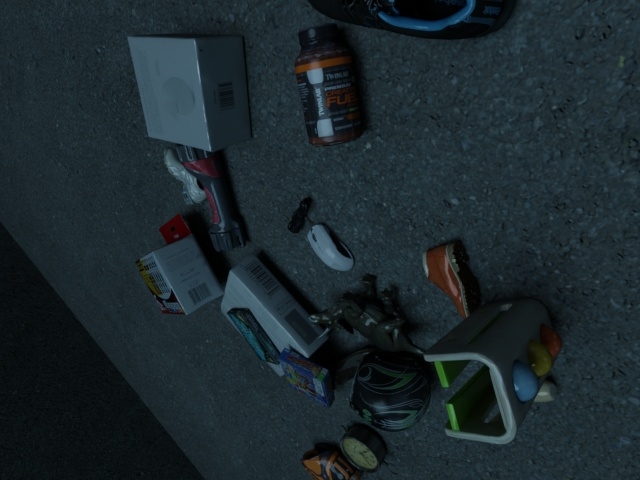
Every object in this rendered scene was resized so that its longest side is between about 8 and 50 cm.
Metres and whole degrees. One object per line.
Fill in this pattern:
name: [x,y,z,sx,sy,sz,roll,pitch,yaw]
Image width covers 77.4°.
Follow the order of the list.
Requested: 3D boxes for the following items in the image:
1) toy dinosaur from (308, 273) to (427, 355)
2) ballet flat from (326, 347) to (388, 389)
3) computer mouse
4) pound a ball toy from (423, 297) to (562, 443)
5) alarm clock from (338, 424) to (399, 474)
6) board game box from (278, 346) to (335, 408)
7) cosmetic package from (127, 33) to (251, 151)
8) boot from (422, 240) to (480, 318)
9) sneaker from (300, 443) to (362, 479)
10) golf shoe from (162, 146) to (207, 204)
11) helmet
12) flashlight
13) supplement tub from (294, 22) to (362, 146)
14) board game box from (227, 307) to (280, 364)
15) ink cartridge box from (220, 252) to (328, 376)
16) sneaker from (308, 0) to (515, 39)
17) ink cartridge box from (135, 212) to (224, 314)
toy dinosaur: [0.128,0.183,0.911,0.314,0.121,0.160,17,136,25]
ballet flat: [0.090,0.327,1.047,0.084,0.058,0.250,42,131,-5]
computer mouse: [0.000,0.000,0.936,0.193,0.042,0.106,47,133,7]
pound a ball toy: [0.320,0.223,0.652,0.136,0.319,0.208,-17,87,42]
alarm clock: [0.141,0.611,1.153,0.192,0.064,0.129,25,127,28]
board game box: [-0.034,0.372,1.071,0.136,0.035,0.201,21,146,22]
cosmetic package: [-0.291,-0.342,0.907,0.225,0.138,0.223,18,124,28]
boot: [0.253,0.082,0.777,0.085,0.059,0.157,-16,95,46]
sneaker: [0.005,0.795,1.342,0.180,0.125,0.321,39,121,20]
golf shoe: [-0.366,-0.190,1.118,0.086,0.069,0.176,-24,102,23]
helmet: [0.164,0.343,0.904,0.162,0.169,0.169,11,120,25]
flashlight: [-0.291,-0.118,1.062,0.103,0.103,0.303,31,137,56]
supplement tub: [0.012,-0.278,0.726,0.106,0.106,0.197,5,117,37]
board game box: [-0.192,0.278,1.162,0.186,0.026,0.126,57,149,-11]
ink cartridge box: [-0.158,0.244,1.196,0.308,0.091,0.385,46,150,8]
sneaker: [0.098,-0.374,0.582,0.341,0.140,0.124,24,130,28]
ink cartridge box: [-0.465,0.083,1.245,0.310,0.130,0.271,-15,102,56]
